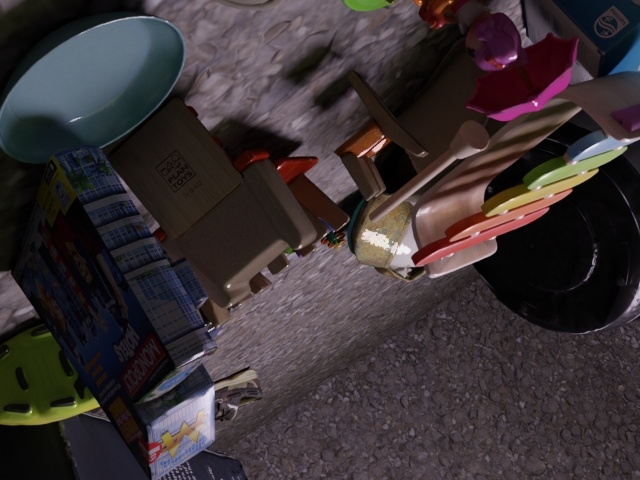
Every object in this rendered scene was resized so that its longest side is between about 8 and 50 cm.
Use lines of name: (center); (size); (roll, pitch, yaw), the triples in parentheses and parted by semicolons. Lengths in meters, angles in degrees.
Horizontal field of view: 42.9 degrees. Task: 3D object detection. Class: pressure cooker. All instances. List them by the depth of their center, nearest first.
pressure cooker: (0.486, -0.084, 1.360); (0.420, 0.376, 0.369); (-28, -157, -36)

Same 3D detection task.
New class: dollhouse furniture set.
dollhouse furniture set: (-0.056, -0.041, 0.684); (0.262, 0.135, 0.259); (-40, 178, 12)

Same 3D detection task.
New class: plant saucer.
plant saucer: (-0.132, -0.090, 0.462); (0.119, 0.021, 0.119); (-34, 167, -9)

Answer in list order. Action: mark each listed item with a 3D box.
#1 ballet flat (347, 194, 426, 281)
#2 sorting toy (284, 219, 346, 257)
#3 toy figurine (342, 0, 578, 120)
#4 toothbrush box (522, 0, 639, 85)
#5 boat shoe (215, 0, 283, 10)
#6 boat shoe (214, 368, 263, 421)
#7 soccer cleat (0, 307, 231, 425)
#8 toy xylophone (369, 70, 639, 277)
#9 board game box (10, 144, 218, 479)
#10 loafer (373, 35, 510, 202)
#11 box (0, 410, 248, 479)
ballet flat: (0.123, 0.002, 1.218); (0.123, 0.123, 0.348); (-38, 168, 3)
sorting toy: (0.000, 0.000, 1.073); (0.102, 0.042, 0.061); (-27, 164, -35)
toy figurine: (0.102, -0.155, 0.543); (0.130, 0.159, 0.173); (-41, 166, 15)
toothbrush box: (0.352, -0.290, 0.801); (0.295, 0.126, 0.216); (-39, 166, 11)
boat shoe: (-0.040, -0.184, 0.341); (0.206, 0.075, 0.065); (85, 16, -69)
boat shoe: (-0.190, 0.320, 1.614); (0.080, 0.073, 0.223); (-46, 165, 32)
soccer cleat: (-0.212, 0.115, 0.811); (0.289, 0.093, 0.121); (-24, 168, -43)
toy xylophone: (0.187, -0.059, 0.814); (0.236, 0.081, 0.323); (-21, 166, -27)
board game box: (-0.126, 0.057, 0.551); (0.060, 0.194, 0.194); (-28, 173, -34)
loafer: (0.130, -0.117, 0.874); (0.092, 0.102, 0.268); (-17, 155, -26)
box: (-0.330, 0.456, 0.933); (0.480, 0.297, 0.472); (-32, 151, 4)
